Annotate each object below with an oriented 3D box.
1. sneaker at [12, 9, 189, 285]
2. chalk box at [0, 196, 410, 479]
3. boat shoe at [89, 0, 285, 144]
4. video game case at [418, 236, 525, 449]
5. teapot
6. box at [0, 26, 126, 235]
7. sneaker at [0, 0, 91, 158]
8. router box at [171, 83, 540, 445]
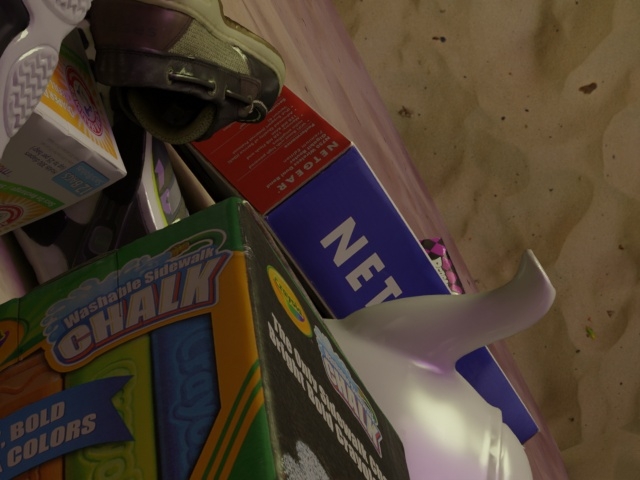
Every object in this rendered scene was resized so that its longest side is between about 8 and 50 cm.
[{"bbox_3d":[-0.126,-0.010,1.025,0.121,0.111,0.300,60,13,-84],"label":"sneaker"},{"bbox_3d":[-0.066,0.118,0.755,0.180,0.179,0.289,59,11,-32],"label":"chalk box"},{"bbox_3d":[-0.076,-0.088,0.932,0.223,0.080,0.073,39,63,-75],"label":"boat shoe"},{"bbox_3d":[0.087,0.144,1.565,0.232,0.042,0.210,-57,-134,54],"label":"video game case"},{"bbox_3d":[0.042,0.170,0.973,0.256,0.187,0.252,92,6,-51],"label":"teapot"},{"bbox_3d":[-0.189,-0.111,0.862,0.203,0.103,0.114,69,10,21],"label":"box"},{"bbox_3d":[-0.204,-0.076,0.721,0.101,0.153,0.268,82,28,-54],"label":"sneaker"},{"bbox_3d":[0.000,0.000,1.357,0.335,0.082,0.301,55,-6,-37],"label":"router box"}]
